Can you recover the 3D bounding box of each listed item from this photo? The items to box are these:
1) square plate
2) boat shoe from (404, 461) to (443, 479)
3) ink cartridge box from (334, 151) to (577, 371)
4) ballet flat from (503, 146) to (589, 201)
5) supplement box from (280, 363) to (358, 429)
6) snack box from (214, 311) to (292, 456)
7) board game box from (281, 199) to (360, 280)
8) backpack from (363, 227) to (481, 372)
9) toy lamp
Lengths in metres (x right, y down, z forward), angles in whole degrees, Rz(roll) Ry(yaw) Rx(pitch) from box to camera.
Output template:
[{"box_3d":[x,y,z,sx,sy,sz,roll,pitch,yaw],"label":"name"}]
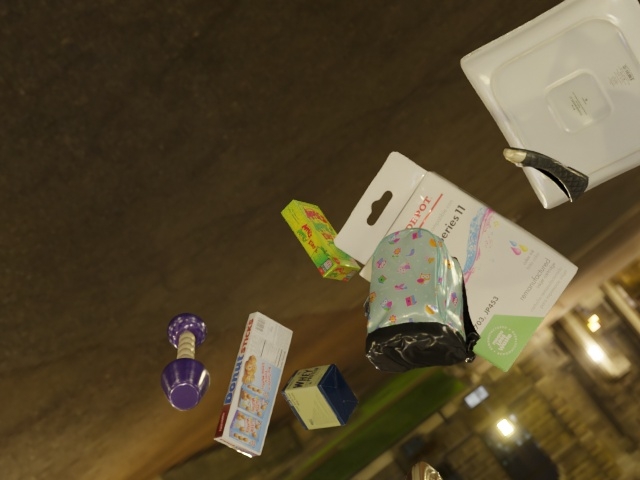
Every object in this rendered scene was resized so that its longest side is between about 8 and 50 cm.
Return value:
[{"box_3d":[0.483,-0.265,2.004,0.344,0.347,0.049,-27,-169,30],"label":"square plate"},{"box_3d":[0.142,0.488,1.580,0.123,0.342,0.123,-27,133,23],"label":"boat shoe"},{"box_3d":[0.207,0.026,1.735,0.207,0.353,0.119,-58,174,8],"label":"ink cartridge box"},{"box_3d":[0.357,-0.107,1.700,0.049,0.173,0.057,-66,-152,7],"label":"ballet flat"},{"box_3d":[-0.001,0.249,1.710,0.083,0.083,0.056,-15,-156,37],"label":"supplement box"},{"box_3d":[-0.085,0.186,1.400,0.022,0.064,0.178,-20,-133,47],"label":"snack box"},{"box_3d":[0.000,0.000,2.248,0.043,0.181,0.092,-45,152,21],"label":"board game box"},{"box_3d":[0.132,0.076,1.441,0.152,0.182,0.115,-7,146,22],"label":"backpack"},{"box_3d":[-0.219,0.196,1.753,0.080,0.080,0.274,-39,-162,7],"label":"toy lamp"}]
